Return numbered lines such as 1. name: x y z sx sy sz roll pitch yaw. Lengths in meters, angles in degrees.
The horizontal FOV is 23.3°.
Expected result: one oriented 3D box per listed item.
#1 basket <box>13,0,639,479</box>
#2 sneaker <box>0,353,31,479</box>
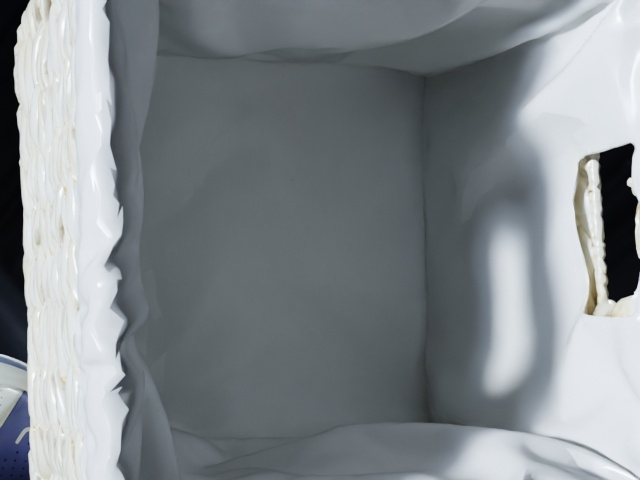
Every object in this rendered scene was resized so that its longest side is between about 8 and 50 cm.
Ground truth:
1. basket: 0.000 0.000 0.870 0.331 0.266 0.328 -1 85 -23
2. sneaker: -0.300 0.148 0.914 0.315 0.127 0.182 18 44 -26
